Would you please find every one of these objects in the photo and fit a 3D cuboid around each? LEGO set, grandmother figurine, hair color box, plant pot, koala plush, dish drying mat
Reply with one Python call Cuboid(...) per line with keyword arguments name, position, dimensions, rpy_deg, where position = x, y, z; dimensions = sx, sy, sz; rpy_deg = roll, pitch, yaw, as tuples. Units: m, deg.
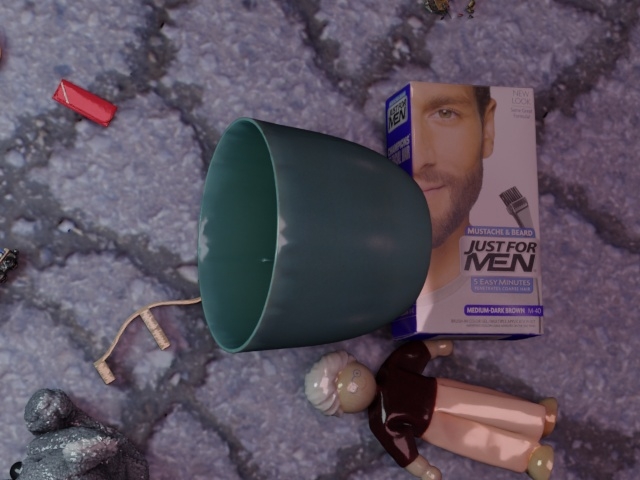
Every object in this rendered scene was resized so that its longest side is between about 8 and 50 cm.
Cuboid(name="LEGO set", position=(0.180, -0.336, 1.753), dimensions=(0.083, 0.023, 0.054), rpy_deg=(26, 83, -19))
Cuboid(name="grandmother figurine", position=(0.144, 0.219, 1.650), dimensions=(0.342, 0.104, 0.208), rpy_deg=(14, 53, -9))
Cuboid(name="hair color box", position=(0.193, -0.036, 1.663), dimensions=(0.185, 0.110, 0.339), rpy_deg=(1, 80, -16))
Cuboid(name="plant pot", position=(0.000, 0.000, 1.565), dimensions=(0.235, 0.293, 0.293), rpy_deg=(4, 84, -23))
Cuboid(name="koala plush", position=(-0.305, 0.303, 1.512), dimensions=(0.203, 0.221, 0.196), rpy_deg=(26, 81, -5))
Cuboid(name="dish drying mat", position=(-0.319, -0.186, 1.667), dimensions=(0.083, 0.008, 0.032), rpy_deg=(27, 80, -5))

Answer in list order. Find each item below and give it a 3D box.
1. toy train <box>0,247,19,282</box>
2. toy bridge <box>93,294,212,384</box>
Cuboid(name="toy train", position=(-0.453, 0.070, 1.613), dimensions=(0.036, 0.027, 0.158), rpy_deg=(37, 81, 7))
Cuboid(name="toy bridge", position=(-0.221, 0.117, 1.642), dimensions=(0.188, 0.026, 0.063), rpy_deg=(-32, 89, -11))
